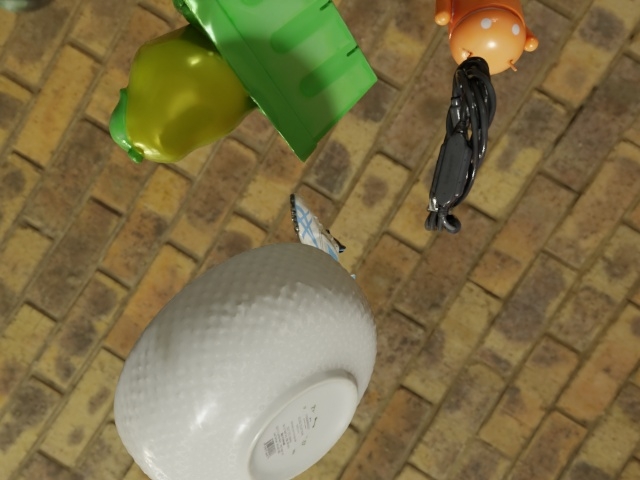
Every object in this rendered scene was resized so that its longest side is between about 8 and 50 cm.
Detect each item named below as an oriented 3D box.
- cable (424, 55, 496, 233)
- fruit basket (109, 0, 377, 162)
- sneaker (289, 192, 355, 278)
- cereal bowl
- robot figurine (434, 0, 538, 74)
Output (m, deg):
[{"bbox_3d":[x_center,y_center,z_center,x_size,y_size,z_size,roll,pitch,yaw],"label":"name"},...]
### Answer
[{"bbox_3d":[0.146,-0.097,0.794,0.150,0.047,0.184,-12,113,-82],"label":"cable"},{"bbox_3d":[-0.146,-0.271,1.121,0.392,0.392,0.283,-60,-153,26],"label":"fruit basket"},{"bbox_3d":[0.000,0.000,1.667,0.086,0.237,0.085,-26,177,-6],"label":"sneaker"},{"bbox_3d":[-0.059,0.178,0.893,0.339,0.141,0.339,-28,140,-26],"label":"cereal bowl"},{"bbox_3d":[0.277,-0.367,1.278,0.128,0.158,0.219,-19,-130,28],"label":"robot figurine"}]
